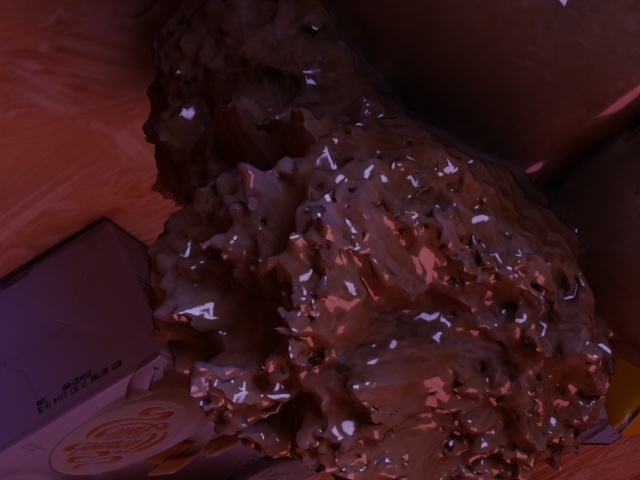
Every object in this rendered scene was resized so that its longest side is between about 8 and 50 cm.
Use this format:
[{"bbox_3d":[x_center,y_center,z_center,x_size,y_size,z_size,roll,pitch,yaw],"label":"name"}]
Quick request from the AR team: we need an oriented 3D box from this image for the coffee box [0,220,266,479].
[{"bbox_3d":[-0.124,0.097,0.854,0.141,0.098,0.246,-30,155,7],"label":"coffee box"}]

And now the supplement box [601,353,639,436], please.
[{"bbox_3d":[0.383,0.004,0.983,0.356,0.195,0.194,-3,149,-18],"label":"supplement box"}]

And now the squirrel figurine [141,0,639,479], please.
[{"bbox_3d":[0.122,-0.010,0.562,0.396,0.370,0.281,-22,155,-9],"label":"squirrel figurine"}]

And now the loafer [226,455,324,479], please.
[{"bbox_3d":[-0.021,0.142,1.059,0.092,0.102,0.268,1,153,-48],"label":"loafer"}]

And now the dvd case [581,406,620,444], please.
[{"bbox_3d":[0.390,0.211,1.687,0.180,0.022,0.253,-39,153,23],"label":"dvd case"}]
